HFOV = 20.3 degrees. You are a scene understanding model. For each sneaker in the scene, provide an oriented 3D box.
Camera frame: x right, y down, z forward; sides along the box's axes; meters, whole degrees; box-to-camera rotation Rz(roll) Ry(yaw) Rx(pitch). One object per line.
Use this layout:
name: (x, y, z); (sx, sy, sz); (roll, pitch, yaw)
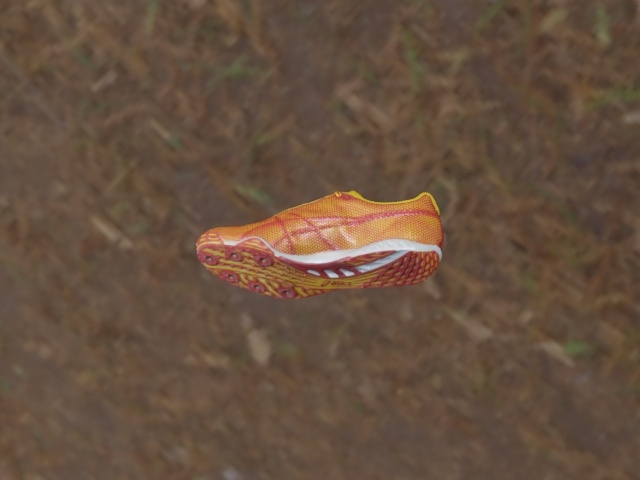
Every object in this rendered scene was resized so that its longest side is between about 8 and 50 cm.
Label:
sneaker: (0.000, 0.000, 1.257); (0.175, 0.067, 0.064); (-2, 144, 6)
